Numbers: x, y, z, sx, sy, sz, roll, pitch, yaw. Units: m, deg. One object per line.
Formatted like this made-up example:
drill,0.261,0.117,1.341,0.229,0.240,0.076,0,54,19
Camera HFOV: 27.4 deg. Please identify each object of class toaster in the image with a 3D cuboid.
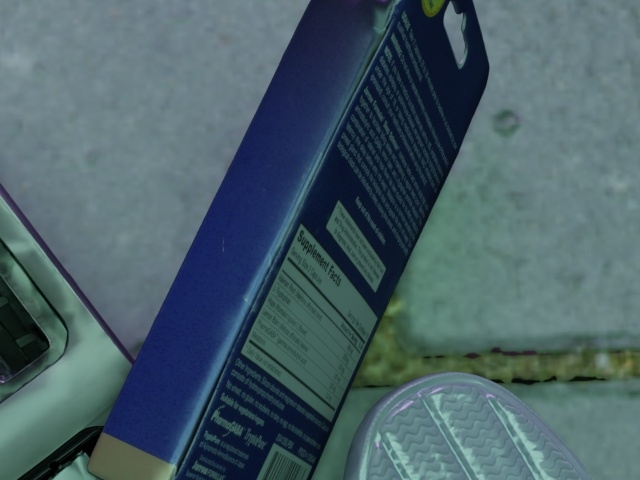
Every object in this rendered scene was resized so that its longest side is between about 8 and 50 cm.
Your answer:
toaster,-0.168,0.045,0.485,0.168,0.110,0.186,-37,85,-11

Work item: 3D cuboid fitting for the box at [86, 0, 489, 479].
box,0.000,0.000,0.495,0.036,0.136,0.225,22,78,21

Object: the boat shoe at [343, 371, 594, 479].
boat shoe,0.078,0.198,0.488,0.109,0.094,0.302,-18,83,-14
